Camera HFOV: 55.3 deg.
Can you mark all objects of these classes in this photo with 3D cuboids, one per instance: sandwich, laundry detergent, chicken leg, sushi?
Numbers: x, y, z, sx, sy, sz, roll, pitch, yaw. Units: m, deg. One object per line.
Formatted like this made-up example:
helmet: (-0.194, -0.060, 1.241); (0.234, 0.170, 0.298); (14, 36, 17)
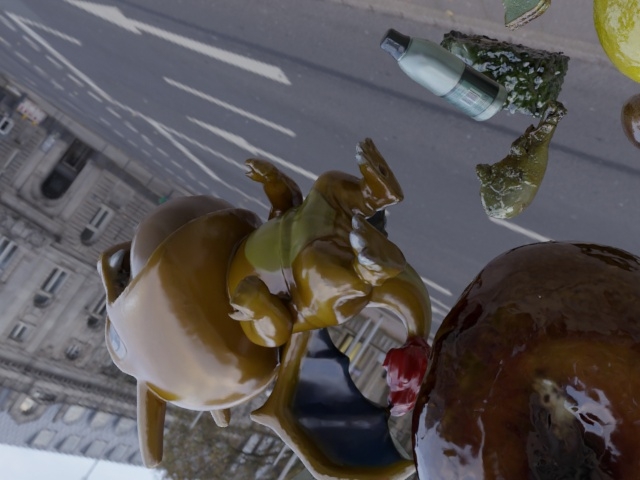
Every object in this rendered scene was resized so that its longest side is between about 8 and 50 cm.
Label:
sandwich: (0.443, -0.514, 1.315); (0.035, 0.093, 0.104); (14, 159, -38)
laundry detergent: (0.201, -0.284, 1.032); (0.225, 0.070, 0.099); (27, -170, -12)
chicken leg: (0.277, -0.114, 0.849); (0.093, 0.178, 0.070); (31, -158, 6)
sushi: (0.462, -0.450, 1.647); (0.294, 0.178, 0.352); (-1, -155, -28)

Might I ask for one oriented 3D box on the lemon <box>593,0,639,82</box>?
lemon: (0.607, -0.406, 0.966); (0.348, 0.348, 0.348); (33, 173, 5)

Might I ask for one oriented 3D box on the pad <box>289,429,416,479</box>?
pad: (0.060, 0.502, 1.275); (0.160, 0.265, 0.009); (52, 175, -1)

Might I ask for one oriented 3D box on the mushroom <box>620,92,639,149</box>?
mushroom: (0.805, -0.247, 1.316); (0.297, 0.163, 0.278); (12, -171, 18)

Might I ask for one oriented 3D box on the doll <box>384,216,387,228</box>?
doll: (0.000, -0.007, 1.479); (0.246, 0.340, 0.158); (32, 143, 47)

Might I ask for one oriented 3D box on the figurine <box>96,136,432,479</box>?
figurine: (-0.065, 0.084, 0.690); (0.268, 0.387, 0.401); (36, -143, -44)

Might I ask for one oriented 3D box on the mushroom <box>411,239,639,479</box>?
mushroom: (0.208, 0.135, 0.494); (0.267, 0.267, 0.254); (31, -161, 19)
